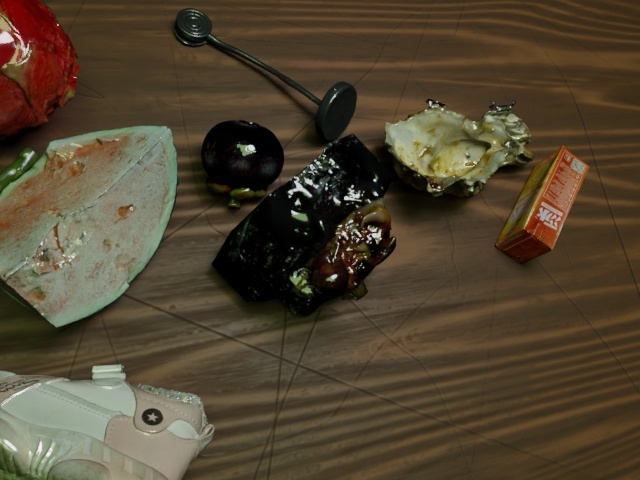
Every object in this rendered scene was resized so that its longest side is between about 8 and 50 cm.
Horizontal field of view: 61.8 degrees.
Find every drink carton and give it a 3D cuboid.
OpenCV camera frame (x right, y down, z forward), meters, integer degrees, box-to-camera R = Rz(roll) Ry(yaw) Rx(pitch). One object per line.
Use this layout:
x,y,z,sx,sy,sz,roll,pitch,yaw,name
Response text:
0.431,-0.069,1.037,0.071,0.096,0.222,36,66,-2,drink carton

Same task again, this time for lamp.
-0.094,-0.332,0.974,0.371,0.108,0.130,41,63,1,lamp

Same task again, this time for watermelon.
-0.331,-0.041,0.770,0.224,0.180,0.305,43,64,-14,watermelon

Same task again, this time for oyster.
0.272,-0.179,1.012,0.337,0.133,0.197,-20,76,-23,oyster

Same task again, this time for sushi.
0.000,0.000,0.853,0.212,0.215,0.227,48,46,-1,sushi

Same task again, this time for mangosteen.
-0.132,-0.124,0.893,0.137,0.137,0.151,8,104,-13,mangosteen

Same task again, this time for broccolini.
-0.516,-0.060,0.805,0.067,0.058,0.216,49,52,-34,broccolini

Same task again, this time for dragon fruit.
-0.487,-0.260,0.778,0.253,0.241,0.240,12,69,-5,dragon fruit

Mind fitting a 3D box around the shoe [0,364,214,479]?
-0.317,0.255,0.693,0.351,0.171,0.198,22,29,12,shoe
